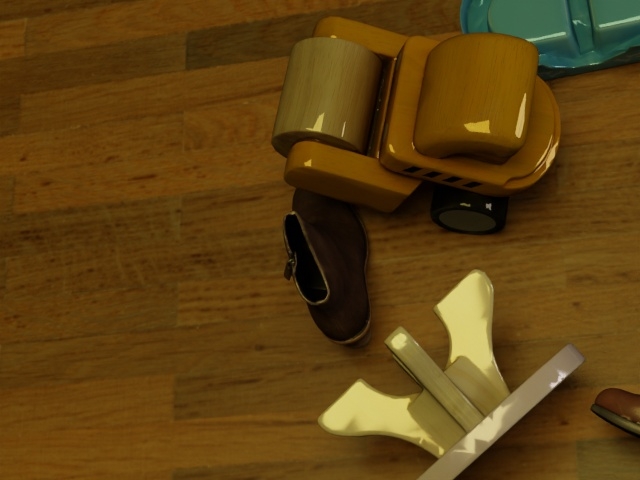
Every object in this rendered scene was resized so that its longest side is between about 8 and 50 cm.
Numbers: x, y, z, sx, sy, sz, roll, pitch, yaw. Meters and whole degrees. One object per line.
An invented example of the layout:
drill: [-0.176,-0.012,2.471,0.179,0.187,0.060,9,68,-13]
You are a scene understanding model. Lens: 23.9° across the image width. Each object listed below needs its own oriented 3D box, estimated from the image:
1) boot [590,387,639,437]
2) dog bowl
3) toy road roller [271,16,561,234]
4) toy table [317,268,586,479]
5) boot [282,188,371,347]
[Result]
boot: [0.452,0.100,1.680,0.264,0.096,0.280,9,82,19]
dog bowl: [0.330,-0.289,1.917,0.297,0.074,0.166,-11,66,13]
toy road roller: [0.124,-0.157,1.793,0.330,0.240,0.202,14,71,-8]
toy table: [0.144,0.171,1.712,0.274,0.252,0.161,-41,79,-13]
boot: [0.000,0.000,1.825,0.090,0.207,0.248,-21,64,8]
